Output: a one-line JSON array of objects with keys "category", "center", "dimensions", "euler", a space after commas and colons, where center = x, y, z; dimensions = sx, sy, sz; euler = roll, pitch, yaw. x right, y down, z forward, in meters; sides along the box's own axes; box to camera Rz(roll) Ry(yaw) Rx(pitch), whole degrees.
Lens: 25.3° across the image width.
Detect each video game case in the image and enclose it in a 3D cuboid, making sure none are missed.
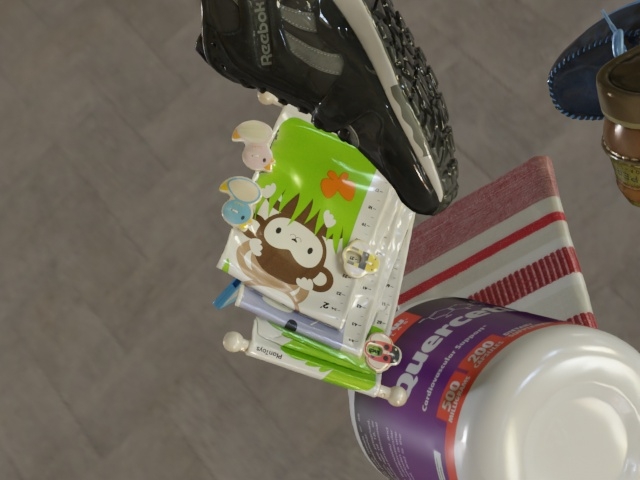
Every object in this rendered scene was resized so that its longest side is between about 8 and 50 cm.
[{"category": "video game case", "center": [-0.066, 0.022, 1.913], "dimensions": [0.015, 0.119, 0.166], "euler": [47, 118, 8]}]

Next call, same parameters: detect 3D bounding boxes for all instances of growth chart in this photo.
[{"category": "growth chart", "center": [0.000, 0.000, 1.115], "dimensions": [0.172, 0.021, 0.237], "euler": [14, 67, -13]}]

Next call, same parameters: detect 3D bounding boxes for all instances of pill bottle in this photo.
[{"category": "pill bottle", "center": [0.138, 0.145, 1.202], "dimensions": [0.181, 0.181, 0.323], "euler": [-54, 19, -10]}]

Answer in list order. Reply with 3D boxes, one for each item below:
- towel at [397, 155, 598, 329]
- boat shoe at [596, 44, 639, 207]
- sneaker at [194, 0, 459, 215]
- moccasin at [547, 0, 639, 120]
[{"category": "towel", "center": [0.198, 0.090, 1.601], "dimensions": [0.237, 0.037, 0.329], "euler": [-31, 52, 30]}, {"category": "boat shoe", "center": [0.336, -0.119, 1.022], "dimensions": [0.307, 0.104, 0.111], "euler": [-21, 31, -10]}, {"category": "sneaker", "center": [-0.012, -0.131, 0.959], "dimensions": [0.124, 0.283, 0.107], "euler": [-27, 10, 18]}, {"category": "moccasin", "center": [0.367, -0.191, 1.455], "dimensions": [0.342, 0.138, 0.117], "euler": [-18, 22, 45]}]
